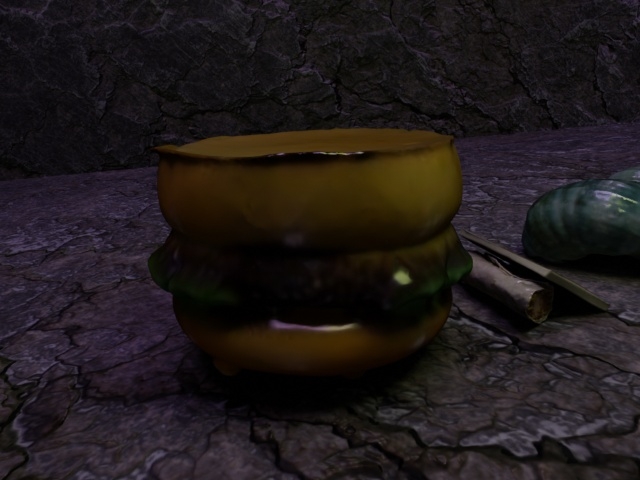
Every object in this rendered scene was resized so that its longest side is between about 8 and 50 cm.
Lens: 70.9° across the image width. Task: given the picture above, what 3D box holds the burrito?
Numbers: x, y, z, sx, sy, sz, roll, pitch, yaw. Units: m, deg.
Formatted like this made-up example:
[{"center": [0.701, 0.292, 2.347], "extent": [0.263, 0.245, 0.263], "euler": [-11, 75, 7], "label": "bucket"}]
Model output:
[{"center": [0.265, 0.057, 0.681], "extent": [0.087, 0.060, 0.226], "euler": [19, 9, -22], "label": "burrito"}]

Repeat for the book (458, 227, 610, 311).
[{"center": [0.317, 0.039, 0.689], "extent": [0.139, 0.016, 0.198], "euler": [25, 8, -24], "label": "book"}]

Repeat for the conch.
[{"center": [0.500, -0.039, 0.764], "extent": [0.277, 0.195, 0.220], "euler": [-37, 11, 3], "label": "conch"}]

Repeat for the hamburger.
[{"center": [0.000, 0.000, 0.598], "extent": [0.397, 0.277, 0.395], "euler": [-1, 18, 0], "label": "hamburger"}]
